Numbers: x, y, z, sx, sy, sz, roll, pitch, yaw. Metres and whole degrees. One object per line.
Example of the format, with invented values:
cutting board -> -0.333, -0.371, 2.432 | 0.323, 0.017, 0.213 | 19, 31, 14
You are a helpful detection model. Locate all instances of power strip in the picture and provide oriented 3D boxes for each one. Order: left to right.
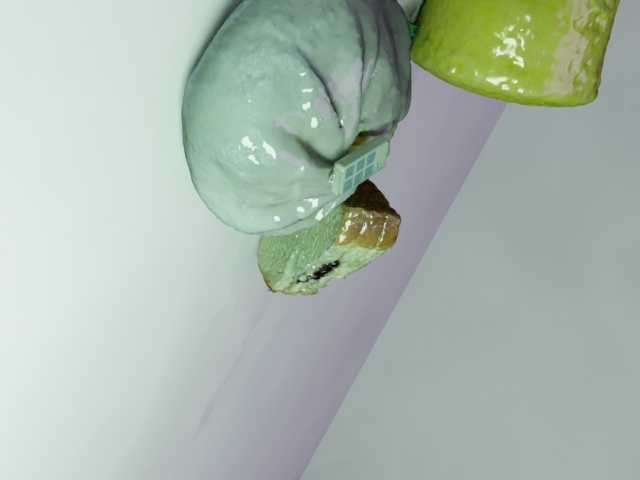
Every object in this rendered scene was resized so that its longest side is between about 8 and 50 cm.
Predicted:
power strip -> 0.044, -0.082, 0.853 | 0.090, 0.016, 0.040 | -34, 147, -36

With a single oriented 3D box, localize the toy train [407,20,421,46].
toy train -> 0.102, -0.275, 1.332 | 0.209, 0.044, 0.042 | -65, 164, 18

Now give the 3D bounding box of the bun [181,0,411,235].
bun -> -0.005, -0.162, 0.928 | 0.354, 0.194, 0.354 | -52, 164, -22

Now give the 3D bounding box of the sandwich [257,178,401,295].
sandwich -> 0.005, 0.001, 1.156 | 0.254, 0.099, 0.288 | -68, -155, 21

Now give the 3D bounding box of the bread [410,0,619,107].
bread -> 0.352, -0.401, 1.357 | 0.348, 0.348, 0.308 | -32, 144, -59
